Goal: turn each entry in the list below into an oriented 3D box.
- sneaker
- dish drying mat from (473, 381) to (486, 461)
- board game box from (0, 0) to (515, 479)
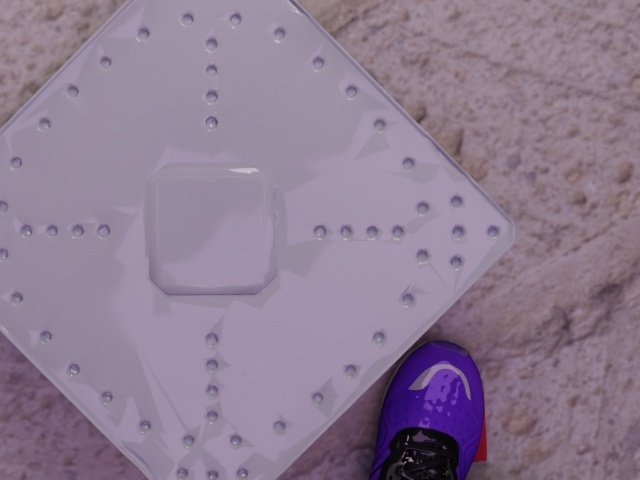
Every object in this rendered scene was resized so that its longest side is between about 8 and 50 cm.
[{"bbox_3d":[0.091,0.244,1.722,0.102,0.146,0.293,15,102,-6],"label":"sneaker"},{"bbox_3d":[0.144,0.176,1.790,0.032,0.008,0.083,-6,105,-6],"label":"dish drying mat"},{"bbox_3d":[-0.095,-0.009,1.640,0.390,0.050,0.390,-45,91,3],"label":"board game box"}]
